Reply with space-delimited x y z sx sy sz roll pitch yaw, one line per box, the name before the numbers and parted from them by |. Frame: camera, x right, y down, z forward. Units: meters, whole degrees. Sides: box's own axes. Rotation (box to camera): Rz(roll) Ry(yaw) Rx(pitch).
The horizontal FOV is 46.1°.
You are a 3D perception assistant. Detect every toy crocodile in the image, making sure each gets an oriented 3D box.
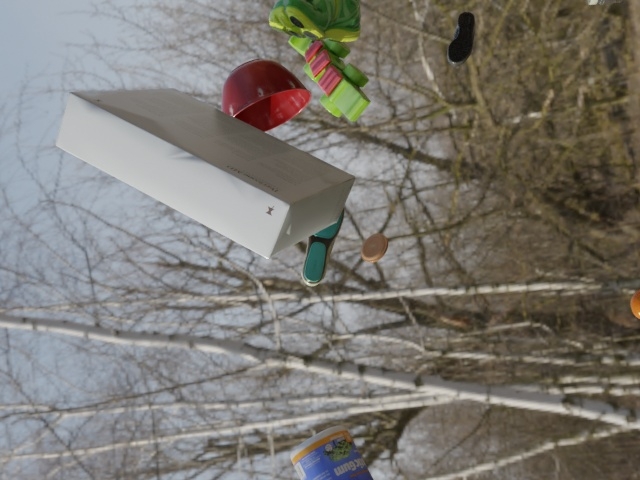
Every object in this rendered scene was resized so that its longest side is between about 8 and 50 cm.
toy crocodile | 0.022 -0.401 1.788 0.105 0.115 0.341 23 -149 -41

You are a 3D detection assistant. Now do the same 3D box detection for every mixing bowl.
mixing bowl | -0.119 -0.282 1.433 0.098 0.181 0.181 65 -164 8

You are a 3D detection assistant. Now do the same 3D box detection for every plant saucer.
plant saucer | 0.139 0.018 1.956 0.013 0.083 0.083 35 -136 -41

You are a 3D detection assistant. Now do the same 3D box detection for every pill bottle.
pill bottle | 0.054 0.579 1.723 0.272 0.152 0.152 59 -171 23

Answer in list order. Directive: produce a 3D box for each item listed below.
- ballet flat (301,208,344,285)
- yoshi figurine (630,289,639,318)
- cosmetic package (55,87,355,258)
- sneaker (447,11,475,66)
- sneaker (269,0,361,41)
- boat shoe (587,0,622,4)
ballet flat | 0.000 0.000 1.358 0.052 0.057 0.168 103 -174 -84
yoshi figurine | 0.632 0.047 1.267 0.204 0.203 0.362 63 174 7
cosmetic package | -0.166 -0.122 1.173 0.097 0.377 0.284 -67 -15 17
sneaker | 0.314 -0.432 1.654 0.089 0.051 0.170 76 -152 -63
sneaker | -0.007 -0.445 1.429 0.295 0.109 0.124 -29 -50 -62
boat shoe | 0.602 -0.597 1.572 0.081 0.068 0.228 56 -139 -73
